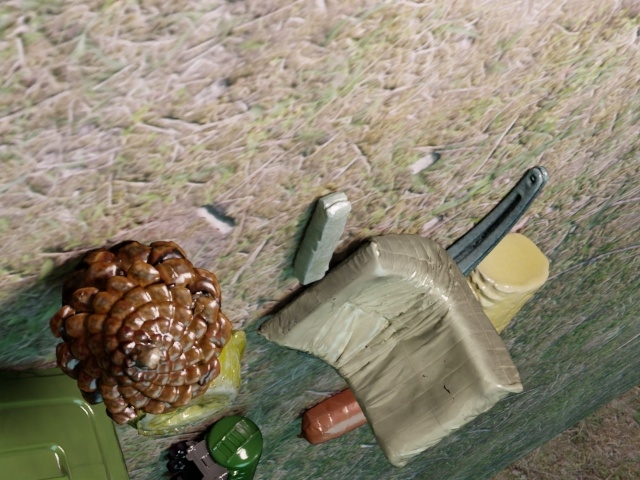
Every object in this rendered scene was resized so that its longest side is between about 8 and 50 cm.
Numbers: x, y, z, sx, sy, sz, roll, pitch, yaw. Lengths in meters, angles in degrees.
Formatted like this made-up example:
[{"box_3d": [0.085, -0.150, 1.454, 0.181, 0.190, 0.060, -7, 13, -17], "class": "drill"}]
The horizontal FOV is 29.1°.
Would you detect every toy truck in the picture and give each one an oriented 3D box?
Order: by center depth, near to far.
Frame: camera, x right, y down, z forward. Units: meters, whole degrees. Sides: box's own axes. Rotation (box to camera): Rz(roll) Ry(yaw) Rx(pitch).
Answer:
[{"box_3d": [-0.151, 0.342, 1.815, 0.125, 0.101, 0.242, -32, 160, -26], "class": "toy truck"}]

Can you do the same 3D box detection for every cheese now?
[{"box_3d": [0.218, 0.069, 1.649, 0.123, 0.094, 0.167, -8, 149, -31], "class": "cheese"}]

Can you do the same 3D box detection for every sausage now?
[{"box_3d": [0.038, 0.268, 1.939, 0.169, 0.065, 0.065, -25, 160, -6], "class": "sausage"}]

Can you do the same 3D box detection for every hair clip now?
[{"box_3d": [0.192, -0.004, 1.525, 0.083, 0.048, 0.275, -2, 143, -47], "class": "hair clip"}]

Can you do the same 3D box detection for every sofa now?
[{"box_3d": [0.085, 0.130, 1.432, 0.210, 0.225, 0.176, -37, 162, 28], "class": "sofa"}]

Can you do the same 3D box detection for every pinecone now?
[{"box_3d": [-0.156, 0.073, 1.099, 0.173, 0.174, 0.173, -25, 160, -10], "class": "pinecone"}]

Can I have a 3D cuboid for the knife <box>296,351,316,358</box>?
[{"box_3d": [0.077, 0.169, 1.750, 0.132, 0.038, 0.398, 2, 168, 18], "class": "knife"}]

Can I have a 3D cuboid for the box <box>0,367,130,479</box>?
[{"box_3d": [-0.349, 0.269, 1.194, 0.177, 0.253, 0.328, -25, 164, 32], "class": "box"}]

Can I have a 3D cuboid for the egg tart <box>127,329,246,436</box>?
[{"box_3d": [-0.167, 0.166, 1.400, 0.197, 0.078, 0.197, -23, 158, -10], "class": "egg tart"}]

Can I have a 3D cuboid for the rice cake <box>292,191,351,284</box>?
[{"box_3d": [0.001, 0.000, 1.288, 0.033, 0.029, 0.171, -25, 159, -22], "class": "rice cake"}]
